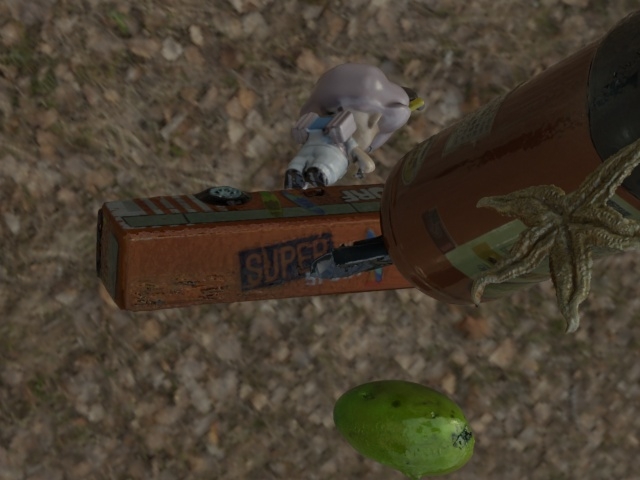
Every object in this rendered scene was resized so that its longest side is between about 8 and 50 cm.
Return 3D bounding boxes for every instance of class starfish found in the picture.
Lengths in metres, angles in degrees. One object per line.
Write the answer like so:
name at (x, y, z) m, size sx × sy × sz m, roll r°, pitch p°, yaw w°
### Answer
starfish at (0.088, -0.008, 0.435) m, size 0.092 × 0.086 × 0.016 m, roll -45°, pitch 128°, yaw 6°

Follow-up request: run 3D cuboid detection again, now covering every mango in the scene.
mango at (0.094, 0.222, 1.434) m, size 0.100 × 0.178 × 0.119 m, roll -56°, pitch 145°, yaw -36°

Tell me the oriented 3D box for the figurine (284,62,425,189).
figurine at (0.028, -0.134, 1.395) m, size 0.229 × 0.137 × 0.112 m, roll -54°, pitch 126°, yaw -41°

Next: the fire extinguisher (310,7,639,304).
fire extinguisher at (0.154, -0.030, 0.744) m, size 0.200 × 0.376 × 0.113 m, roll 6°, pitch 74°, yaw -25°

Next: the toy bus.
toy bus at (0.000, 0.000, 1.144) m, size 0.408 × 0.092 × 0.093 m, roll -5°, pitch 114°, yaw -22°
